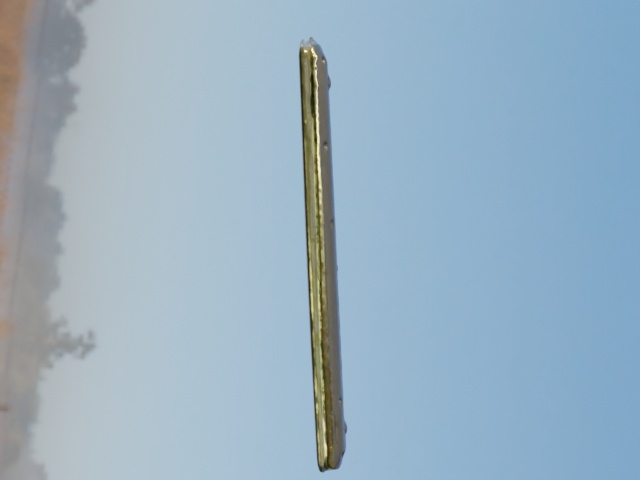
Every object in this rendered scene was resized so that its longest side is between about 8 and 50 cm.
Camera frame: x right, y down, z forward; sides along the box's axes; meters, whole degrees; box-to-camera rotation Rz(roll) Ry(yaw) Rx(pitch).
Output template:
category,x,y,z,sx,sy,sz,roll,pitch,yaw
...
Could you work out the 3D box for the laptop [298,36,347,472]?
category,x,y,z,sx,sy,sz,roll,pitch,yaw
laptop,0.000,0.000,0.611,0.129,0.016,0.180,-99,-175,-81
